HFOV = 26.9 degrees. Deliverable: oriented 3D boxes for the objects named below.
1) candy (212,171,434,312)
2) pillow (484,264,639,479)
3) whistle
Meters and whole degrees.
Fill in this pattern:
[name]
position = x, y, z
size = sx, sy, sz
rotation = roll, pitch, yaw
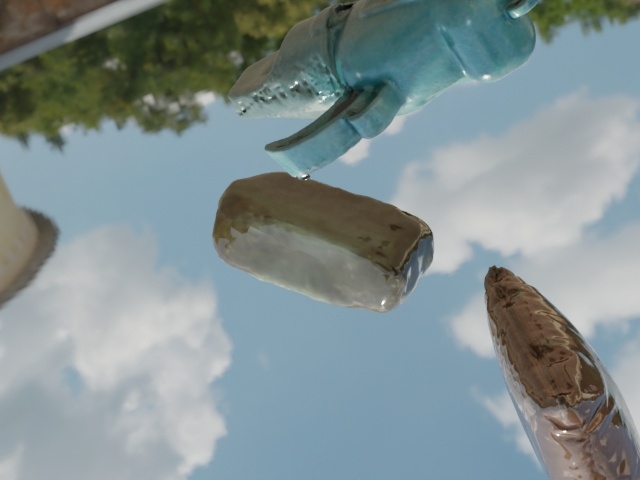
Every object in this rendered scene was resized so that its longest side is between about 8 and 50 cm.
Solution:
[candy]
position = 0.000, 0.000, 1.454
size = 0.234, 0.102, 0.104
rotation = 22, -144, 18
[pillow]
position = 0.209, 0.149, 1.086
size = 0.084, 0.236, 0.223
rotation = -28, -150, 11
[whistle]
position = 0.041, -0.139, 0.976
size = 0.274, 0.093, 0.186
rotation = -13, -143, 41
